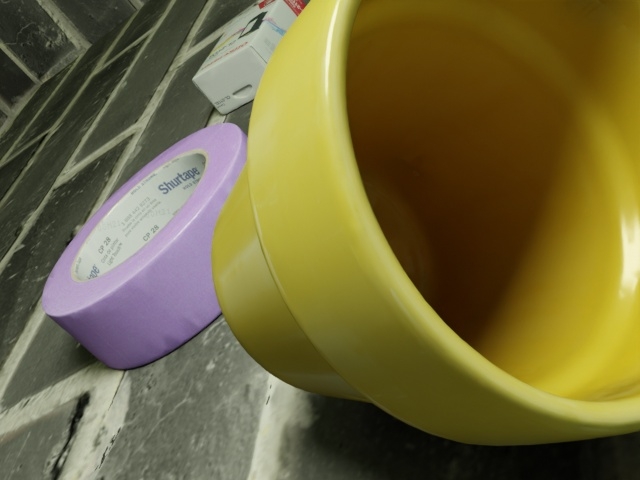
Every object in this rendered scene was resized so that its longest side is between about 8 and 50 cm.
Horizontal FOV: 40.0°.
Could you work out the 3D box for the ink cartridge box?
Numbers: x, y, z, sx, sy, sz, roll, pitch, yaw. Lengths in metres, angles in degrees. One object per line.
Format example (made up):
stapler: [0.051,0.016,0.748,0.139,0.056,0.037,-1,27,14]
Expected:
ink cartridge box: [-0.096,-0.283,1.304,0.128,0.072,0.175,-21,32,36]

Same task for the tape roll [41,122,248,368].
tape roll: [-0.162,0.001,0.929,0.275,0.090,0.274,-32,28,19]

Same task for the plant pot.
plant pot: [0.056,-0.012,0.483,0.239,0.254,0.254,-29,24,57]
